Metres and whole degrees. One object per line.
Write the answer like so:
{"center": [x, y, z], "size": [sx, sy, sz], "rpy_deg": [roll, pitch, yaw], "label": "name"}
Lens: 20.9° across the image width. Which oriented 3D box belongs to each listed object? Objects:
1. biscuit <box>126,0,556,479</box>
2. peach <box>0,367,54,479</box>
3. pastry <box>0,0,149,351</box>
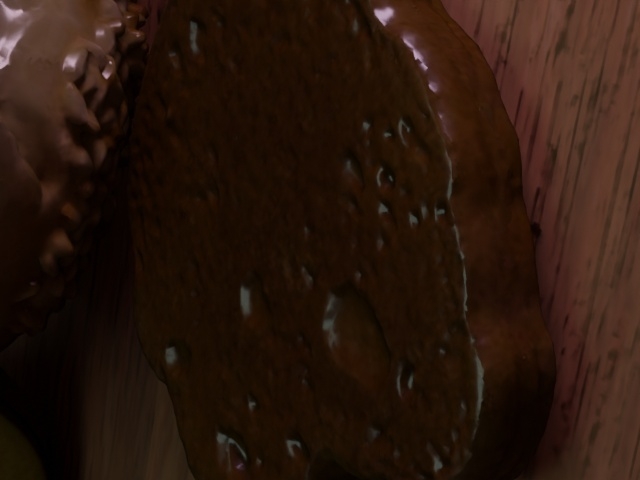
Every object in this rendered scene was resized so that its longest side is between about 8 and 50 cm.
{"center": [0.000, 0.000, 0.960], "size": [0.381, 0.074, 0.358], "rpy_deg": [49, 132, 38], "label": "biscuit"}
{"center": [-0.316, 0.209, 1.304], "size": [0.245, 0.249, 0.274], "rpy_deg": [-96, -6, -81], "label": "peach"}
{"center": [-0.269, -0.079, 1.163], "size": [0.409, 0.245, 0.409], "rpy_deg": [-32, 49, 46], "label": "pastry"}
